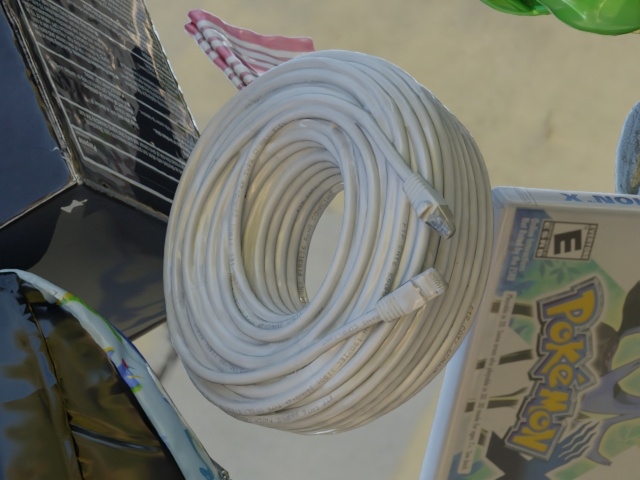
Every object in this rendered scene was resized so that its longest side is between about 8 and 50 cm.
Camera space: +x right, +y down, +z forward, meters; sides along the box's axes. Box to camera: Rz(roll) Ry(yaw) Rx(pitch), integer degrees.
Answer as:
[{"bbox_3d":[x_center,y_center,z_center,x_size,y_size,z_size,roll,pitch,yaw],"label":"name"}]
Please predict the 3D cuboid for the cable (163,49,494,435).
[{"bbox_3d":[0.000,0.000,1.311,0.089,0.257,0.257,17,-48,-39],"label":"cable"}]

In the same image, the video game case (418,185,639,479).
[{"bbox_3d":[0.232,0.120,1.452,0.036,0.299,0.329,-118,35,-59],"label":"video game case"}]

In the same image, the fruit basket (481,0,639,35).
[{"bbox_3d":[0.215,-0.214,1.120,0.392,0.392,0.283,-61,-37,-23],"label":"fruit basket"}]

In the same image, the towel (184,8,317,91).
[{"bbox_3d":[-0.014,-0.122,1.637,0.144,0.197,0.029,10,-61,-46],"label":"towel"}]

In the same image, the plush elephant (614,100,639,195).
[{"bbox_3d":[0.344,0.016,1.717,0.330,0.272,0.255,-33,-27,-40],"label":"plush elephant"}]

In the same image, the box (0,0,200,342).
[{"bbox_3d":[-0.228,-0.088,1.500,0.182,0.294,0.296,-31,-23,14],"label":"box"}]

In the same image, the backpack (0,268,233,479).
[{"bbox_3d":[-0.190,0.194,1.303,0.290,0.356,0.273,-33,-3,5],"label":"backpack"}]
